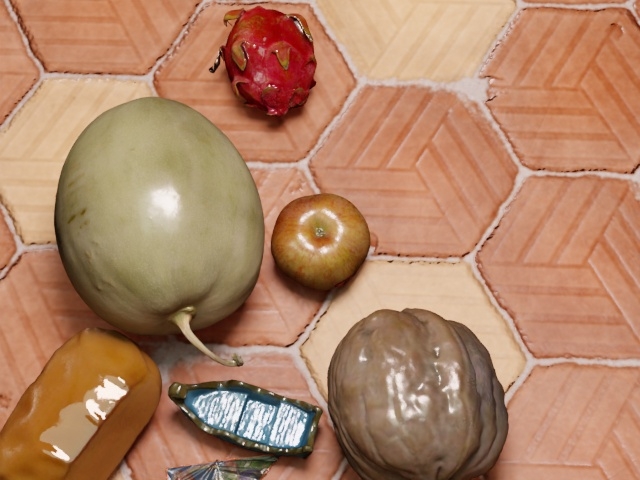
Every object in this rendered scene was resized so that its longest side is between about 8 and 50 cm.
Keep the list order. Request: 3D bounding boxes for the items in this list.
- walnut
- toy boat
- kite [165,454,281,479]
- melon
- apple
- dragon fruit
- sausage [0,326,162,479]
[{"bbox_3d":[0.108,0.183,1.541,0.224,0.224,0.224,-1,67,3],"label":"walnut"},{"bbox_3d":[-0.090,0.205,1.601,0.185,0.077,0.075,14,66,11],"label":"toy boat"},{"bbox_3d":[-0.123,0.316,1.595,0.159,0.010,0.190,33,73,15],"label":"kite"},{"bbox_3d":[-0.194,-0.024,1.615,0.272,0.272,0.308,-17,39,-4],"label":"melon"},{"bbox_3d":[-0.001,-0.003,1.674,0.126,0.102,0.126,-1,66,2],"label":"apple"},{"bbox_3d":[-0.068,-0.245,1.768,0.136,0.133,0.166,10,46,-37],"label":"dragon fruit"},{"bbox_3d":[-0.290,0.218,1.588,0.136,0.120,0.241,22,69,28],"label":"sausage"}]
